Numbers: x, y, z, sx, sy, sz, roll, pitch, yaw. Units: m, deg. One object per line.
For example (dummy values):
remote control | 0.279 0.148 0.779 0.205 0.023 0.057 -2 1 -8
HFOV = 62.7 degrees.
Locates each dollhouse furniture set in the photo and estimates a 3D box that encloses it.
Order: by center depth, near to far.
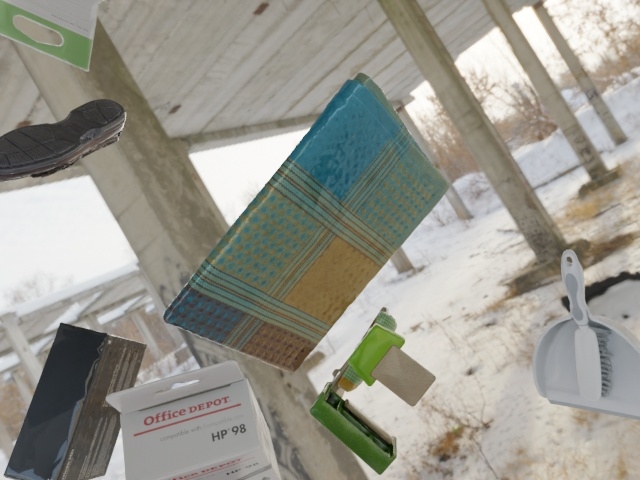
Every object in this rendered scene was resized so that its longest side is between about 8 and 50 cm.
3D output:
dollhouse furniture set | 0.115 0.253 0.972 0.197 0.151 0.301 -53 -8 3

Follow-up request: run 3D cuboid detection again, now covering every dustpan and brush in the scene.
dustpan and brush | 0.305 0.110 0.601 0.060 0.211 0.147 -14 7 -43

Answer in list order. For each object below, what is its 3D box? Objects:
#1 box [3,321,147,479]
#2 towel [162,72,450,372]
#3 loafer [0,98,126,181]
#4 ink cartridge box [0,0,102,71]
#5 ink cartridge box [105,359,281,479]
box | -0.437 0.299 0.969 0.103 0.261 0.184 13 -16 5
towel | 0.000 0.000 0.700 0.370 0.040 0.271 -50 -43 1
loafer | -0.503 -0.177 1.023 0.302 0.109 0.095 -45 -16 -43
ink cartridge box | -0.399 -0.395 0.776 0.056 0.171 0.235 -82 18 -47
ink cartridge box | -0.098 0.175 0.442 0.104 0.060 0.180 -15 -36 -7
